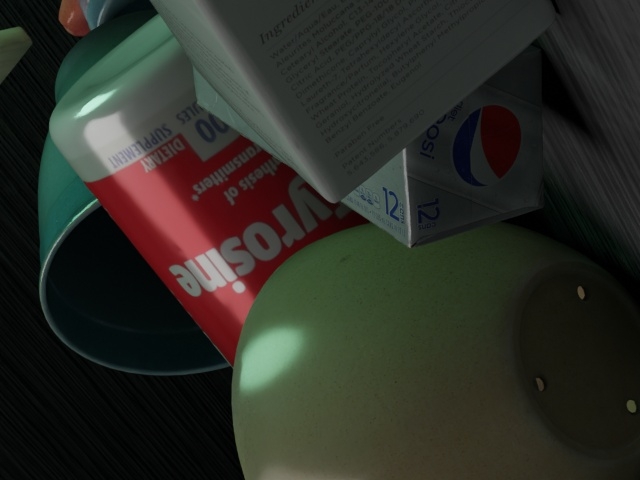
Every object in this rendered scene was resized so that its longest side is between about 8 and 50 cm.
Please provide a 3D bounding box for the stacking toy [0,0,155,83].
[{"bbox_3d":[-0.238,-0.223,1.804,0.130,0.279,0.309,50,179,28],"label":"stacking toy"}]

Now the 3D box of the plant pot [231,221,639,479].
[{"bbox_3d":[0.112,0.101,1.302,0.284,0.284,0.191,52,139,-10],"label":"plant pot"}]

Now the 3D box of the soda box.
[{"bbox_3d":[0.018,-0.096,1.174,0.286,0.091,0.098,35,136,56],"label":"soda box"}]

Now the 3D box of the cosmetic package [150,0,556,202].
[{"bbox_3d":[-0.009,-0.152,0.964,0.151,0.151,0.184,46,173,42],"label":"cosmetic package"}]

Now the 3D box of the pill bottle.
[{"bbox_3d":[0.000,0.000,1.526,0.408,0.229,0.229,52,175,-14],"label":"pill bottle"}]

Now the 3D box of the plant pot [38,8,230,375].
[{"bbox_3d":[-0.131,-0.061,1.795,0.271,0.271,0.255,57,-167,-48],"label":"plant pot"}]
